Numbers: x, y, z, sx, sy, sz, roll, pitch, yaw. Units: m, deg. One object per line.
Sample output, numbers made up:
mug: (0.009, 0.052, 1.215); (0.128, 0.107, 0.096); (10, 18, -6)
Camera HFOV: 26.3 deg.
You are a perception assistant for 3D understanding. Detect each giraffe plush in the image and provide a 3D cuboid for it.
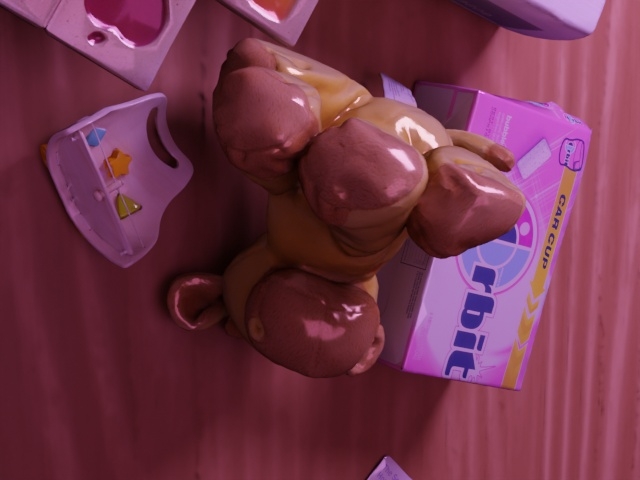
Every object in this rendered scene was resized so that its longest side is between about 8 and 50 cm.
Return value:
giraffe plush: (0.000, 0.000, 0.762); (0.170, 0.181, 0.210); (-64, 174, 16)

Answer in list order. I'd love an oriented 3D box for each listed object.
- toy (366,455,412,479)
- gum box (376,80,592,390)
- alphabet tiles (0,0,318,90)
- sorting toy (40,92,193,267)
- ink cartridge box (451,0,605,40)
toy: (0.024, 0.279, 0.900); (0.237, 0.056, 0.137); (-51, 126, -15)
gum box: (0.097, -0.007, 0.877); (0.107, 0.062, 0.188); (13, 93, -38)
alphabet tiles: (-0.071, -0.258, 0.627); (0.285, 0.011, 0.342); (30, 84, -29)
sorting toy: (-0.103, -0.041, 0.739); (0.075, 0.045, 0.083); (-36, 121, -32)
ink cartridge box: (0.094, -0.346, 0.773); (0.308, 0.091, 0.385); (19, 92, -37)
